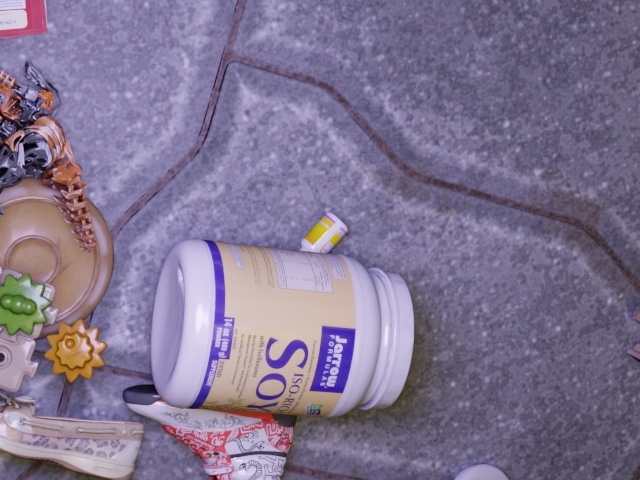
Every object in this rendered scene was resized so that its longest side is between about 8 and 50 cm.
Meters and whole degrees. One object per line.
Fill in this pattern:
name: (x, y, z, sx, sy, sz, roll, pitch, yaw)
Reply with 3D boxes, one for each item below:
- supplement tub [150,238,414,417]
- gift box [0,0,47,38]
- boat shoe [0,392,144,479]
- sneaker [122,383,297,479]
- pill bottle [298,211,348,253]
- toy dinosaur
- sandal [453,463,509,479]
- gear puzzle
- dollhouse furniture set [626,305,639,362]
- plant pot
supplement tub: (-0.058, 0.129, 1.863, 0.331, 0.241, 0.241, 6, 97, -19)
gift box: (-0.486, -0.372, 1.636, 0.255, 0.258, 0.276, -4, 120, -19)
boat shoe: (-0.392, 0.266, 1.856, 0.285, 0.104, 0.089, 20, 84, -24)
sneaker: (-0.170, 0.299, 1.935, 0.270, 0.090, 0.145, 10, 94, -22)
pill bottle: (0.000, 0.000, 1.964, 0.083, 0.043, 0.043, -47, 110, -5)
toy dinosaur: (-0.413, -0.123, 1.751, 0.322, 0.164, 0.218, 42, 60, 7)
sandal: (0.275, 0.570, 2.130, 0.169, 0.102, 0.416, -3, 87, -33)
gear puzzle: (-0.455, 0.117, 1.773, 0.339, 0.044, 0.175, 21, 89, -1)
dollhouse furniture set: (0.597, 0.154, 2.144, 0.144, 0.123, 0.151, 34, 88, -20)
plant pot: (-0.407, 0.029, 1.842, 0.236, 0.032, 0.236, -3, 99, -17)
